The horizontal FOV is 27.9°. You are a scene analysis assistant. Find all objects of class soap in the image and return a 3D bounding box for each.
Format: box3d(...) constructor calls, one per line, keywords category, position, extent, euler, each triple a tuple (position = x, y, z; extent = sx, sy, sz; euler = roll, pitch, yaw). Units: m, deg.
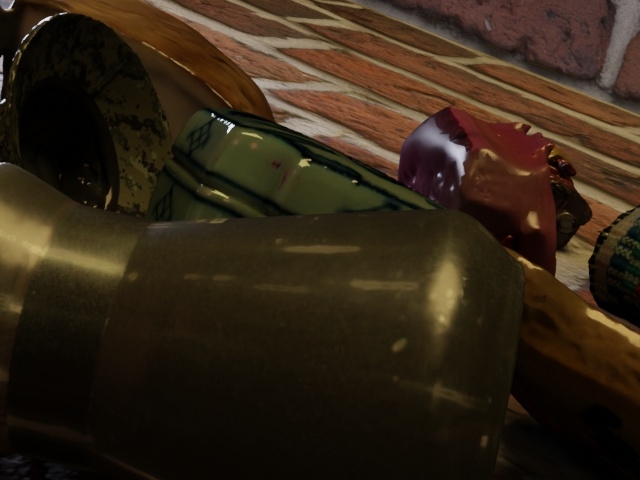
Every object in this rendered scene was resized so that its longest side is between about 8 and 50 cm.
box3d(category="soap", position=(0.162, -0.023, 1.377), extent=(0.127, 0.220, 0.325), euler=(4, 20, -9))

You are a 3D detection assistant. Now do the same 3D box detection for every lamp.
box3d(category="lamp", position=(0.309, -0.079, 1.841), extent=(0.118, 0.118, 0.253), euler=(14, 18, -9))

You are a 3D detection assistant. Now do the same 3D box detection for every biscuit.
box3d(category="biscuit", position=(0.268, 0.151, 0.936), extent=(0.394, 0.076, 0.368), euler=(30, -10, 33))

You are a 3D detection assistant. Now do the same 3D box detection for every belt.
box3d(category="belt", position=(0.437, 0.048, 1.408), extent=(0.295, 0.207, 0.160), euler=(2, 21, -35))

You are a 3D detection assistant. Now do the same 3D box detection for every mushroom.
box3d(category="mushroom", position=(-0.154, -0.149, 1.450), extent=(0.313, 0.224, 0.397), euler=(18, 16, 11))

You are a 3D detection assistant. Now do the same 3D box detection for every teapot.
box3d(category="teapot", position=(-0.056, 0.080, 0.840), extent=(0.344, 0.253, 0.300), euler=(13, -4, 5))

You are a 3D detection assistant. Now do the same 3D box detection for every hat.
box3d(category="hat", position=(-0.241, -0.073, 1.162), extent=(0.128, 0.265, 0.265), euler=(-6, 6, 27))

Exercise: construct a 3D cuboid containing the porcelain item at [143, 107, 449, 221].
box3d(category="porcelain item", position=(0.000, 0.000, 1.124), extent=(0.281, 0.157, 0.286), euler=(23, 4, -17))
